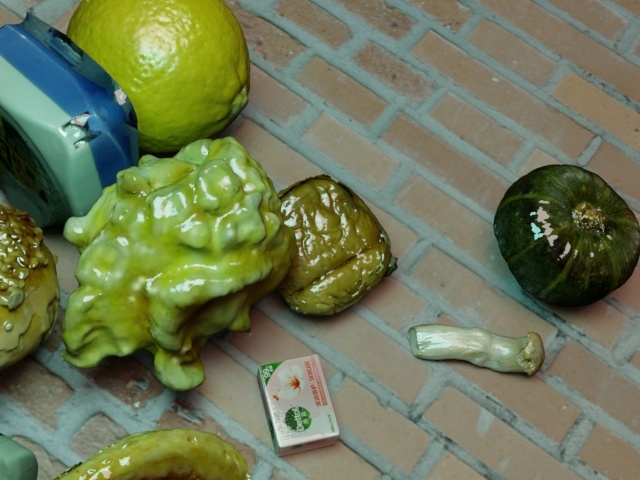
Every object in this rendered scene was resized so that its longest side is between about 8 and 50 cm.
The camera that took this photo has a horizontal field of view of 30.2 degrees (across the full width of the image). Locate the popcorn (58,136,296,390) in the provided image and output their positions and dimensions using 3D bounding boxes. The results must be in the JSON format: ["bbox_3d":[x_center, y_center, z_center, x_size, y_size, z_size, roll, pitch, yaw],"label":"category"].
[{"bbox_3d":[-0.199,0.016,1.600,0.274,0.335,0.279,43,18,-23],"label":"popcorn"}]

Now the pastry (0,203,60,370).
[{"bbox_3d":[-0.490,0.041,1.546,0.284,0.184,0.315,-19,41,-30],"label":"pastry"}]

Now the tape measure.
[{"bbox_3d":[-0.384,-0.147,1.673,0.138,0.262,0.259,-32,57,-29],"label":"tape measure"}]

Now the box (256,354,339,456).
[{"bbox_3d":[-0.032,0.227,1.640,0.089,0.043,0.125,-11,63,-13],"label":"box"}]

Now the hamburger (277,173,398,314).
[{"bbox_3d":[0.000,0.000,1.723,0.183,0.130,0.206,-30,72,-19],"label":"hamburger"}]

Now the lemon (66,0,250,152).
[{"bbox_3d":[-0.241,-0.264,1.754,0.293,0.293,0.293,3,61,-6],"label":"lemon"}]

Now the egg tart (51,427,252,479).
[{"bbox_3d":[-0.236,0.386,1.395,0.388,0.388,0.169,-40,40,-25],"label":"egg tart"}]

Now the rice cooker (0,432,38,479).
[{"bbox_3d":[-0.491,0.316,1.398,0.277,0.288,0.288,26,61,9],"label":"rice cooker"}]

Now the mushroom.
[{"bbox_3d":[0.225,0.153,1.714,0.202,0.054,0.059,9,62,2],"label":"mushroom"}]

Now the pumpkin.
[{"bbox_3d":[0.364,-0.006,1.760,0.223,0.157,0.224,10,64,-21],"label":"pumpkin"}]
